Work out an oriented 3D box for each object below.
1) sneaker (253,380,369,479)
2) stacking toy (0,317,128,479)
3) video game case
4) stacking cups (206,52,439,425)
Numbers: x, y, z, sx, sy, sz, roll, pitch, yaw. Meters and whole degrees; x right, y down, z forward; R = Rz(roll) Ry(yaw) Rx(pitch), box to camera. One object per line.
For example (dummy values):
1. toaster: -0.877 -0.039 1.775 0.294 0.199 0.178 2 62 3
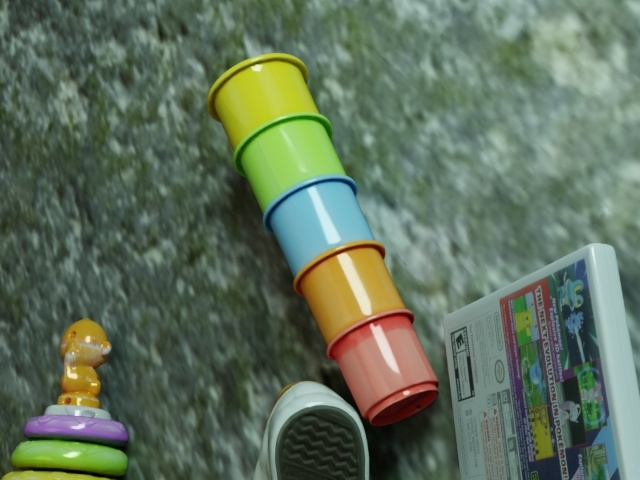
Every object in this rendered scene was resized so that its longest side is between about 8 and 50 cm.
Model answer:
1. sneaker: -0.002 0.252 0.835 0.123 0.106 0.290 -137 49 -78
2. stacking toy: -0.254 0.227 1.051 0.175 0.166 0.302 -7 69 30
3. video game case: 0.143 0.124 0.679 0.183 0.023 0.201 142 128 -60
4. stacking cups: 0.000 0.000 0.850 0.096 0.096 0.316 -40 62 35
